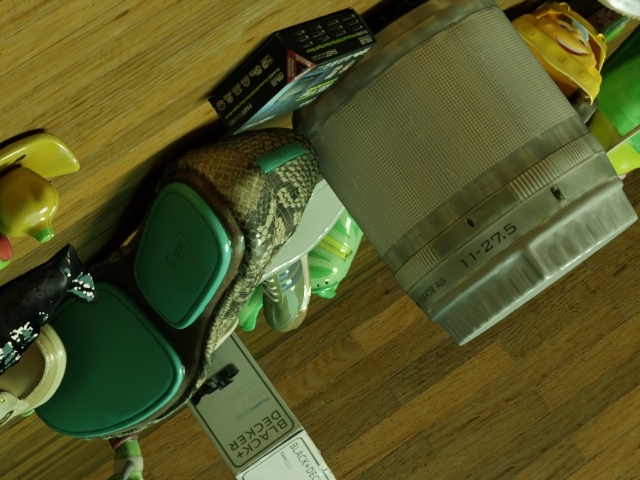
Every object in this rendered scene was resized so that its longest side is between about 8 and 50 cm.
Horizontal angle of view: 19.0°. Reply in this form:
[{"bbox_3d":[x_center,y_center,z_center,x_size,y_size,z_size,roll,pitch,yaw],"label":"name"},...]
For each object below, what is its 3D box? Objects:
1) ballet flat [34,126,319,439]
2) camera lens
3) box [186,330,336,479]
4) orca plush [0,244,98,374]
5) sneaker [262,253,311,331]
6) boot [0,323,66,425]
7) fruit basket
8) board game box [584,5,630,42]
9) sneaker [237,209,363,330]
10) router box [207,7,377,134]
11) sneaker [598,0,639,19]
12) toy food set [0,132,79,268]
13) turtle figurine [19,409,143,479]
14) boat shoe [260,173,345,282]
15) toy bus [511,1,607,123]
[{"bbox_3d":[-0.125,0.044,1.820,0.182,0.164,0.483,-32,169,-38],"label":"ballet flat"},{"bbox_3d":[0.124,-0.073,1.719,0.219,0.274,0.219,-35,174,-4],"label":"camera lens"},{"bbox_3d":[-0.098,0.168,2.078,0.087,0.290,0.169,-35,144,-5],"label":"box"},{"bbox_3d":[-0.310,0.128,1.702,0.287,0.102,0.151,-33,173,-26],"label":"orca plush"},{"bbox_3d":[-0.056,0.016,2.116,0.086,0.064,0.192,-13,122,-42],"label":"sneaker"},{"bbox_3d":[-0.352,0.159,1.842,0.213,0.077,0.165,-37,172,39],"label":"boot"},{"bbox_3d":[0.388,-0.139,2.357,0.327,0.165,0.353,-44,175,-46],"label":"fruit basket"},{"bbox_3d":[0.302,-0.234,2.548,0.259,0.039,0.124,-37,173,-11],"label":"board game box"},{"bbox_3d":[0.000,0.000,2.234,0.295,0.123,0.109,-33,-174,3],"label":"sneaker"},{"bbox_3d":[-0.021,-0.138,1.554,0.092,0.038,0.122,-39,173,36],"label":"router box"},{"bbox_3d":[0.402,-0.330,2.122,0.282,0.099,0.153,-7,137,-46],"label":"sneaker"},{"bbox_3d":[-0.247,0.014,1.341,0.218,0.071,0.128,-38,173,27],"label":"toy food set"},{"bbox_3d":[-0.292,0.227,2.104,0.274,0.198,0.266,-38,170,-13],"label":"turtle figurine"},{"bbox_3d":[-0.093,0.005,2.005,0.302,0.091,0.114,-40,151,-7],"label":"boat shoe"},{"bbox_3d":[0.254,-0.195,2.183,0.211,0.149,0.220,-47,178,-34],"label":"toy bus"}]
